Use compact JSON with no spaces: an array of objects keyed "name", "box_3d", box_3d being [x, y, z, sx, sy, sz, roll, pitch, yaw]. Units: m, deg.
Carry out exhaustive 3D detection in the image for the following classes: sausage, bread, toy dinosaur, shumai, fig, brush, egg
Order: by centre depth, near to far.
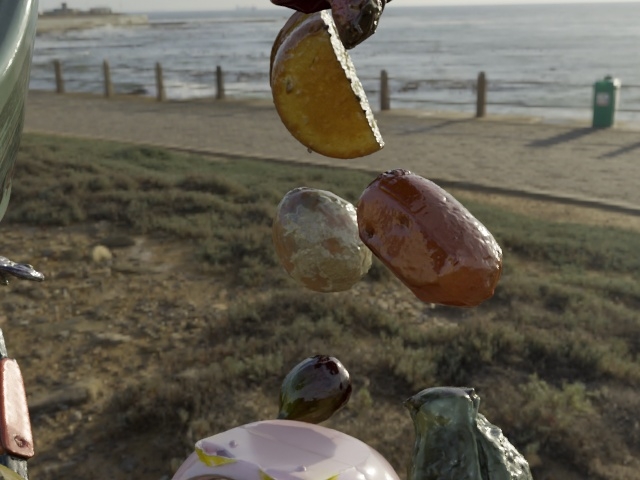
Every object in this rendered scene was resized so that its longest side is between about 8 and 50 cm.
[{"name":"sausage","box_3d":[0.170,0.000,1.268,0.141,0.153,0.268,2,36,-47]},{"name":"fig","box_3d":[-0.020,0.248,1.268,0.103,0.109,0.155,25,59,41]},{"name":"shumai","box_3d":[0.225,0.377,1.362,0.225,0.222,0.260,-28,17,2]},{"name":"brush","box_3d":[-0.537,0.278,1.371,0.070,0.051,0.323,34,25,-52]},{"name":"toy dinosaur","box_3d":[-0.699,0.049,1.626,0.294,0.077,0.162,2,-14,-2]},{"name":"bread","box_3d":[-0.006,-0.298,1.652,0.179,0.340,0.194,-22,26,9]},{"name":"egg","box_3d":[0.000,0.000,1.681,0.203,0.245,0.203,-33,21,14]}]

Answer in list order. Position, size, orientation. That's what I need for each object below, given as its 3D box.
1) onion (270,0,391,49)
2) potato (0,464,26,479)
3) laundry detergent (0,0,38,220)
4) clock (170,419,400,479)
[{"name":"onion","box_3d":[0.033,-0.485,1.241,0.399,0.398,0.420,-3,52,-7]},{"name":"potato","box_3d":[-0.454,0.498,1.002,0.385,0.442,0.319,-9,-25,34]},{"name":"laundry detergent","box_3d":[-0.367,-0.115,0.817,0.125,0.263,0.398,13,-32,-15]},{"name":"clock","box_3d":[-0.042,0.432,1.037,0.368,0.376,0.251,10,9,32]}]
